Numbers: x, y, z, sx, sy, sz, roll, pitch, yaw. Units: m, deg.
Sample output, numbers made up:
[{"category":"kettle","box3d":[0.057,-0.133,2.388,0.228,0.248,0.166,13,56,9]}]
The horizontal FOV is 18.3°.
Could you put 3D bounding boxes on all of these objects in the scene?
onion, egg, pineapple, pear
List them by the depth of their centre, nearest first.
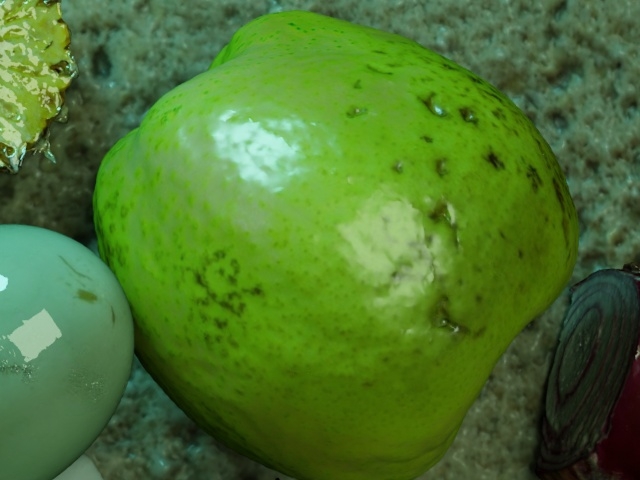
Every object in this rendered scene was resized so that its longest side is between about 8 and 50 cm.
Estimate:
[{"category":"egg","box3d":[-0.260,0.098,1.516,0.203,0.282,0.203,27,48,-34]},{"category":"pear","box3d":[0.000,0.000,1.594,0.391,0.391,0.391,3,82,-22]},{"category":"pineapple","box3d":[-0.270,-0.111,1.641,0.135,0.079,0.233,41,71,-10]},{"category":"onion","box3d":[0.327,0.138,1.782,0.207,0.206,0.216,15,79,-20]}]

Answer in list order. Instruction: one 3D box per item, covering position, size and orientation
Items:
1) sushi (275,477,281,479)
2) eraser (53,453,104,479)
[{"category":"sushi","box3d":[0.002,0.346,1.654,0.140,0.149,0.287,-33,91,-26]},{"category":"eraser","box3d":[-0.278,0.312,1.572,0.290,0.104,0.189,-26,90,-24]}]
